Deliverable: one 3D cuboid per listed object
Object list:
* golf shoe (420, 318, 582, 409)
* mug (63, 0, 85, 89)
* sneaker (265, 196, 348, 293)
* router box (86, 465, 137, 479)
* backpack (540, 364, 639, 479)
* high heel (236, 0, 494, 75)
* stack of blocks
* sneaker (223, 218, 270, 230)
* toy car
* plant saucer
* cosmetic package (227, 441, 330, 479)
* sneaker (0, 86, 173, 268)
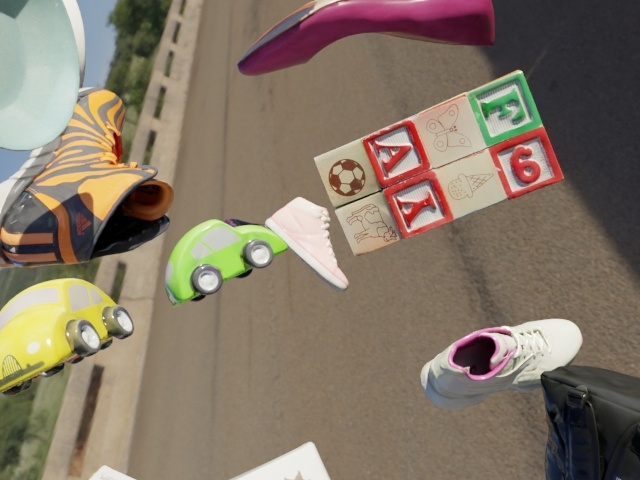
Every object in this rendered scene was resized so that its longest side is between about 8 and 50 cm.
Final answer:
[{"bbox_3d":[0.323,0.194,1.140,0.140,0.306,0.115,97,151,-56],"label":"golf shoe"},{"bbox_3d":[-0.645,-0.359,1.172,0.374,0.328,0.276,42,124,34],"label":"mug"},{"bbox_3d":[0.000,0.000,0.842,0.070,0.134,0.051,-44,-13,-7],"label":"sneaker"},{"bbox_3d":[-0.133,0.453,0.797,0.082,0.336,0.301,-46,-36,-52],"label":"router box"},{"bbox_3d":[0.491,0.394,1.058,0.290,0.273,0.355,13,100,48],"label":"backpack"},{"bbox_3d":[0.072,-0.289,0.999,0.377,0.181,0.127,-25,23,9],"label":"high heel"},{"bbox_3d":[0.121,-0.086,0.648,0.171,0.087,0.297,-21,6,19],"label":"stack of blocks"},{"bbox_3d":[-0.111,-0.012,1.087,0.119,0.057,0.047,22,125,46],"label":"sneaker"},{"bbox_3d":[-0.130,0.036,0.490,0.053,0.225,0.239,63,157,0],"label":"toy car"},{"bbox_3d":[-0.271,-0.165,0.540,0.038,0.195,0.194,-8,51,18],"label":"plant saucer"},{"bbox_3d":[-0.042,0.208,0.424,0.117,0.086,0.231,63,158,16],"label":"cosmetic package"},{"bbox_3d":[-0.257,-0.078,0.830,0.321,0.180,0.124,-81,-10,-45],"label":"sneaker"}]
